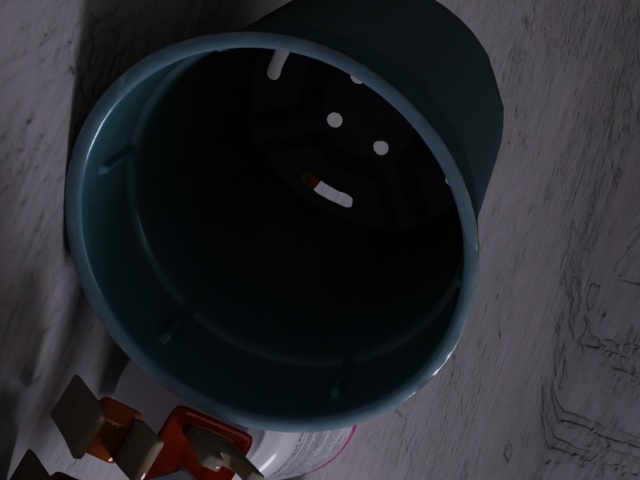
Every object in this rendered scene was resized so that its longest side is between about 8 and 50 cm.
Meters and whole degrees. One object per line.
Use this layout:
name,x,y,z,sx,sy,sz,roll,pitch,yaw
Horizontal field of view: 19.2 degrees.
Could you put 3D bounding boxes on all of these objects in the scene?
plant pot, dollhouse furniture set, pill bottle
plant pot,0.004,-0.061,1.625,0.334,0.341,0.341,-52,152,-62
dollhouse furniture set,-0.152,0.261,1.598,0.262,0.135,0.259,29,96,-28
pill bottle,-0.076,0.153,1.784,0.283,0.160,0.160,7,99,-70

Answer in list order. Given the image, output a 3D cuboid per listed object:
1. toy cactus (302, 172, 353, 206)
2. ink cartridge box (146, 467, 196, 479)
toy cactus,0.000,0.000,1.912,0.181,0.219,0.112,-15,149,-21
ink cartridge box,-0.212,0.349,1.409,0.309,0.130,0.271,-13,124,-31
